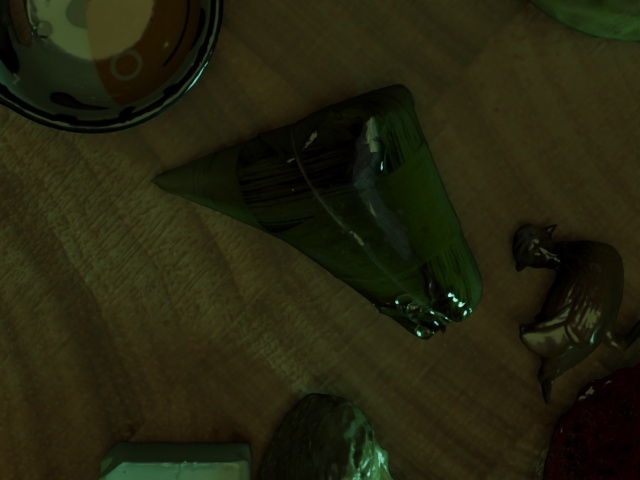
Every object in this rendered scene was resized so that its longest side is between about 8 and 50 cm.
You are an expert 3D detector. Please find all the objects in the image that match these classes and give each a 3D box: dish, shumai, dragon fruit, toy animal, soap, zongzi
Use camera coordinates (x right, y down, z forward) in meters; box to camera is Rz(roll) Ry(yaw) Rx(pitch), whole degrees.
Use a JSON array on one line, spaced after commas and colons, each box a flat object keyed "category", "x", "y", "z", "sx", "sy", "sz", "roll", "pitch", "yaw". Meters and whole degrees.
[{"category": "dish", "x": -0.242, "y": -0.252, "z": 1.692, "sx": 0.303, "sy": 0.120, "sz": 0.303, "roll": 0, "pitch": 99, "yaw": -2}, {"category": "shumai", "x": 0.025, "y": 0.281, "z": 1.787, "sx": 0.153, "sy": 0.161, "sz": 0.209, "roll": 14, "pitch": 78, "yaw": -25}, {"category": "dragon fruit", "x": 0.363, "y": 0.270, "z": 1.793, "sx": 0.205, "sy": 0.152, "sz": 0.317, "roll": 16, "pitch": 79, "yaw": 33}, {"category": "toy animal", "x": 0.265, "y": 0.082, "z": 1.786, "sx": 0.179, "sy": 0.089, "sz": 0.188, "roll": 32, "pitch": 96, "yaw": 4}, {"category": "soap", "x": -0.163, "y": 0.373, "z": 1.806, "sx": 0.173, "sy": 0.095, "sz": 0.289, "roll": 1, "pitch": 99, "yaw": -1}, {"category": "zongzi", "x": 0.000, "y": 0.000, "z": 1.750, "sx": 0.300, "sy": 0.145, "sz": 0.274, "roll": -19, "pitch": 105, "yaw": 18}]

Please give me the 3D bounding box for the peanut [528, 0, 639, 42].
[{"category": "peanut", "x": 0.333, "y": -0.300, "z": 1.677, "sx": 0.387, "sy": 0.169, "sz": 0.192, "roll": 9, "pitch": 111, "yaw": -3}]
